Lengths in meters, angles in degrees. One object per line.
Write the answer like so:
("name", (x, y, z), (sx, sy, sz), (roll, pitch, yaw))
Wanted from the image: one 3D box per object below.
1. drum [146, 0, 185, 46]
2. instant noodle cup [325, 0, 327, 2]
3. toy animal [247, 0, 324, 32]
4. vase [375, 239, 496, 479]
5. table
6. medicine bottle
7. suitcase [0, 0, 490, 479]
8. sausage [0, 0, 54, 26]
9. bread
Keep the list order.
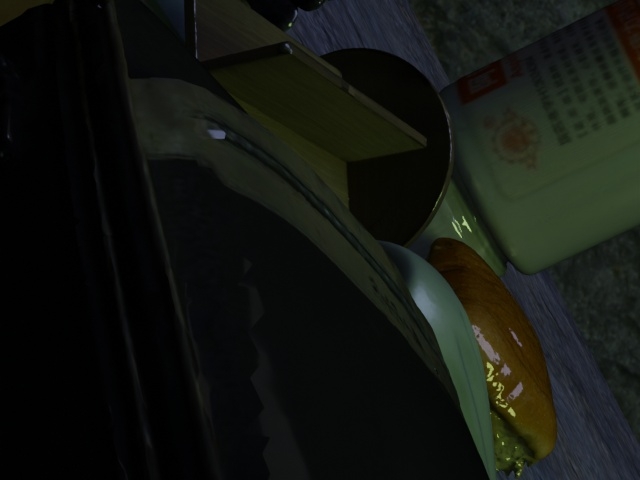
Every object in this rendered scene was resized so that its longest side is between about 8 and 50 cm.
("drum", (-0.122, -0.222, 1.257), (0.130, 0.049, 0.253), (45, 19, -51))
("instant noodle cup", (0.001, -0.328, 1.598), (0.302, 0.258, 0.181), (-14, 91, -47))
("toy animal", (-0.124, -0.325, 1.171), (0.302, 0.225, 0.284), (52, -4, 47))
("vase", (0.059, 0.118, 1.138), (0.128, 0.128, 0.248), (-101, 169, -52))
("table", (-0.030, -0.079, 1.091), (0.227, 0.167, 0.167), (26, 39, -61))
("medicine bottle", (0.219, -0.086, 1.637), (0.211, 0.371, 0.211), (59, 13, -23))
("suitcase", (-0.037, 0.129, 0.521), (0.283, 0.194, 0.434), (50, 16, -48))
("sausage", (-0.222, -0.259, 0.858), (0.082, 0.082, 0.371), (39, 27, -63))
("bread", (0.129, 0.103, 1.461), (0.174, 0.121, 0.245), (61, 14, -15))
